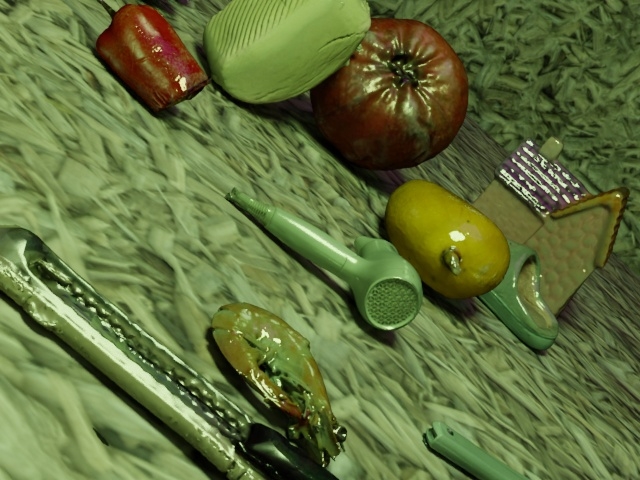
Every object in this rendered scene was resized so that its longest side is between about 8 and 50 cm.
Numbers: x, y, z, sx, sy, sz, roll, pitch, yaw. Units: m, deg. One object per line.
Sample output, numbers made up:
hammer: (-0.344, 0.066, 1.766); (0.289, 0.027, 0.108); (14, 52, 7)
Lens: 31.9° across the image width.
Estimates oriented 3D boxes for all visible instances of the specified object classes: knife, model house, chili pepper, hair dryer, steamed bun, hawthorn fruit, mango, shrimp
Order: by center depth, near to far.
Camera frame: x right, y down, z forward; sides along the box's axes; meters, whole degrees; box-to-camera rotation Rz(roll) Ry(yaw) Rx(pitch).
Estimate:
knife: (-0.094, 0.107, 0.762); (0.365, 0.043, 0.089); (41, 15, 1)
shrimp: (-0.031, 0.111, 0.896); (0.099, 0.041, 0.180); (23, 25, -45)
knife: (0.164, 0.220, 1.085); (0.162, 0.023, 0.044); (35, 20, -22)
hair dryer: (0.000, 0.000, 1.244); (0.237, 0.075, 0.206); (30, 12, -11)
chili pepper: (-0.209, -0.226, 1.279); (0.192, 0.084, 0.086); (49, 1, 8)
mango: (0.169, -0.010, 1.516); (0.176, 0.119, 0.317); (28, 16, -13)
steamed bun: (-0.037, -0.280, 1.559); (0.152, 0.239, 0.170); (46, 13, -36)
hawthorn fruit: (0.092, -0.207, 1.715); (0.242, 0.242, 0.271); (41, -23, 0)
model house: (0.376, -0.032, 1.825); (0.237, 0.237, 0.202); (46, 19, 14)

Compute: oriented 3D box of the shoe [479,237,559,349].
shoe: (0.270, 0.045, 1.637); (0.251, 0.100, 0.103); (51, 20, 22)
